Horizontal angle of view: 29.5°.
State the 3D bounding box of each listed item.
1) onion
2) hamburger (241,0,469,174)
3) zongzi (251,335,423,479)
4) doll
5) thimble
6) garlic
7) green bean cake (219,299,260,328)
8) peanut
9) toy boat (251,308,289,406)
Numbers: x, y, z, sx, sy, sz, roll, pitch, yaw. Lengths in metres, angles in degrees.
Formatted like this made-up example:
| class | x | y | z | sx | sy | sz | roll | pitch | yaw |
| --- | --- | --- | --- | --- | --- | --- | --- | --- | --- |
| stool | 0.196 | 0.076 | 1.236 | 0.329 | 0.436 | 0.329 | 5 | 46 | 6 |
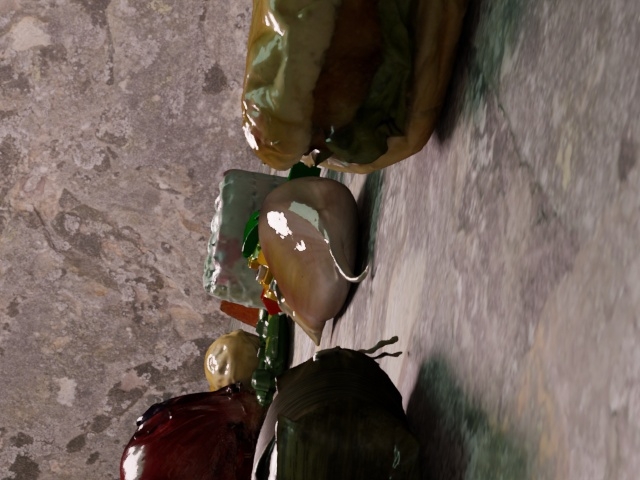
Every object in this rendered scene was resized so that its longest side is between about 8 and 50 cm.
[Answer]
| class | x | y | z | sx | sy | sz | roll | pitch | yaw |
| --- | --- | --- | --- | --- | --- | --- | --- | --- | --- |
| onion | -0.189 | 0.353 | 1.851 | 0.281 | 0.221 | 0.281 | -52 | -11 | -14 |
| hamburger | 0.023 | -0.155 | 0.940 | 0.330 | 0.162 | 0.209 | 110 | 166 | -46 |
| zongzi | 0.008 | 0.203 | 0.822 | 0.247 | 0.111 | 0.241 | -89 | 3 | -82 |
| doll | -0.039 | 0.005 | 1.492 | 0.186 | 0.106 | 0.134 | -90 | 23 | -57 |
| thimble | -0.079 | 0.008 | 1.664 | 0.211 | 0.149 | 0.185 | -88 | 12 | -45 |
| garlic | -0.002 | -0.003 | 1.271 | 0.128 | 0.148 | 0.266 | -45 | -6 | -12 |
| green bean cake | -0.111 | 0.040 | 2.112 | 0.232 | 0.097 | 0.198 | 129 | 152 | -77 |
| peanut | -0.131 | 0.219 | 1.958 | 0.117 | 0.101 | 0.263 | -53 | -16 | -24 |
| toy boat | -0.074 | 0.155 | 1.817 | 0.210 | 0.052 | 0.104 | -91 | 10 | -55 |
